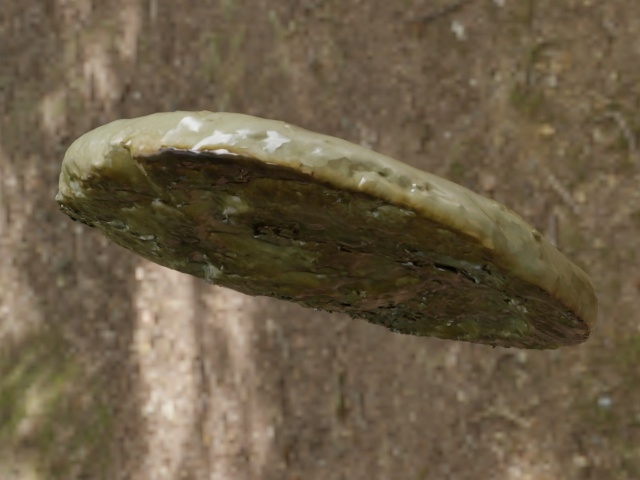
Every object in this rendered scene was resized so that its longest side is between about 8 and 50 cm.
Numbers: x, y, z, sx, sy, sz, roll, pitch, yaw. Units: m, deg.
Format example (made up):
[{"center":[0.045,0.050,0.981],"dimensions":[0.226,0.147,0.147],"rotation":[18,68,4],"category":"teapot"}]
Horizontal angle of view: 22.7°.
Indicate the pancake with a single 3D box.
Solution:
[{"center":[-0.001,0.002,1.028],"dimensions":[0.356,0.356,0.065],"rotation":[153,133,-66],"category":"pancake"}]
